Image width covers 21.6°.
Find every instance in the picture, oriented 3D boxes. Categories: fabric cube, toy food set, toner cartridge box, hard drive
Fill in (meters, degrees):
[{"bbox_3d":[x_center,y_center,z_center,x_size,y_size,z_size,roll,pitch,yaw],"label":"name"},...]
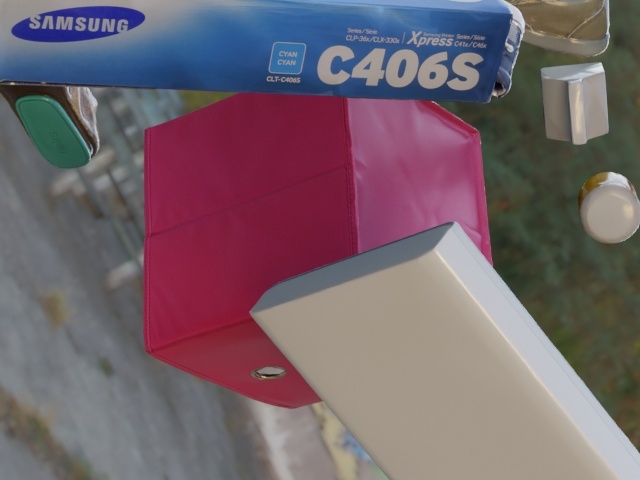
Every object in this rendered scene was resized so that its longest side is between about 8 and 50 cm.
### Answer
[{"bbox_3d":[0.000,0.000,1.688,0.254,0.258,0.259,27,53,-49],"label":"fabric cube"},{"bbox_3d":[0.191,-0.105,1.023,0.104,0.111,0.232,-70,156,-73],"label":"toy food set"},{"bbox_3d":[-0.060,-0.171,1.150,0.165,0.348,0.075,-116,-148,-52],"label":"toner cartridge box"},{"bbox_3d":[0.127,0.153,1.331,0.353,0.047,0.233,50,-38,-15],"label":"hard drive"}]

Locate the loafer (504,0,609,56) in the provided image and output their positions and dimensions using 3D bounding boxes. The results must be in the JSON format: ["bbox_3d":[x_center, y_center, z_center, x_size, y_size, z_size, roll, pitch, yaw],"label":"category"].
[{"bbox_3d":[0.202,-0.270,1.837,0.094,0.251,0.087,-100,-159,-59],"label":"loafer"}]

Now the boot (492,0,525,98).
[{"bbox_3d":[0.100,-0.202,1.558,0.069,0.190,0.086,127,-20,-57],"label":"boot"}]

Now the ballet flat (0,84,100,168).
[{"bbox_3d":[-0.321,-0.203,1.870,0.316,0.107,0.106,77,16,-59],"label":"ballet flat"}]
